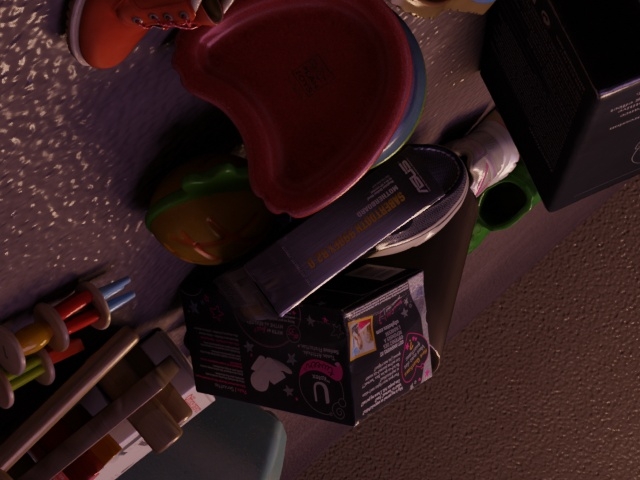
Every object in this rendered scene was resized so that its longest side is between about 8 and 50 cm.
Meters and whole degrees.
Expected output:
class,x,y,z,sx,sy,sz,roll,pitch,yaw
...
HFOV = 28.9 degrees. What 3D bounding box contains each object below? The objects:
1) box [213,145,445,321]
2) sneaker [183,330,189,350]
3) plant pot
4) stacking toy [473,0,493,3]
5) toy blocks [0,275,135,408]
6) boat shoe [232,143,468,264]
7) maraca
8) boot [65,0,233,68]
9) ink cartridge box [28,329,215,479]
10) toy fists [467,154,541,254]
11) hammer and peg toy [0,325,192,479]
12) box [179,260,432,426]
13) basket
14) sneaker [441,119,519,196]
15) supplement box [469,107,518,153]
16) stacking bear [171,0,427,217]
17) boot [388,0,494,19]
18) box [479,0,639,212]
class,x,y,z,sx,sy,sz,roll,pitch,yaw
box,0.000,0.000,1.151,0.183,0.056,0.231,-37,-177,-13
sneaker,-0.137,0.135,1.633,0.132,0.086,0.229,-18,145,-44
plant pot,-0.178,0.338,1.825,0.252,0.247,0.248,-54,169,-13
stacking toy,0.183,-0.298,0.859,0.302,0.175,0.166,-25,161,-37
toy blocks,-0.256,0.094,1.231,0.148,0.054,0.123,-29,162,-37
boat shoe,0.063,-0.058,1.405,0.340,0.127,0.158,-26,164,-33
maraca,-0.092,-0.035,1.130,0.127,0.099,0.185,-9,165,-24
boot,-0.105,-0.153,0.796,0.059,0.084,0.158,-24,161,-52
ink cartridge box,-0.250,0.224,1.571,0.218,0.092,0.158,-39,167,-8
toy fists,0.252,-0.051,1.941,0.279,0.096,0.142,-41,177,38
hammer and peg toy,-0.255,0.216,1.301,0.266,0.127,0.361,-39,180,-4
box,-0.015,0.108,1.447,0.247,0.142,0.163,7,-160,38
basket,0.106,0.054,1.605,0.204,0.154,0.227,-47,-156,52
sneaker,0.164,-0.065,1.747,0.111,0.103,0.252,-14,145,-52
supplement box,0.259,-0.147,1.793,0.083,0.056,0.083,-46,165,23
stacking bear,0.013,-0.126,1.057,0.164,0.175,0.289,-34,176,9
boot,0.156,-0.310,0.995,0.269,0.089,0.236,-50,165,27
box,0.358,-0.226,1.354,0.293,0.212,0.395,-23,164,-3
